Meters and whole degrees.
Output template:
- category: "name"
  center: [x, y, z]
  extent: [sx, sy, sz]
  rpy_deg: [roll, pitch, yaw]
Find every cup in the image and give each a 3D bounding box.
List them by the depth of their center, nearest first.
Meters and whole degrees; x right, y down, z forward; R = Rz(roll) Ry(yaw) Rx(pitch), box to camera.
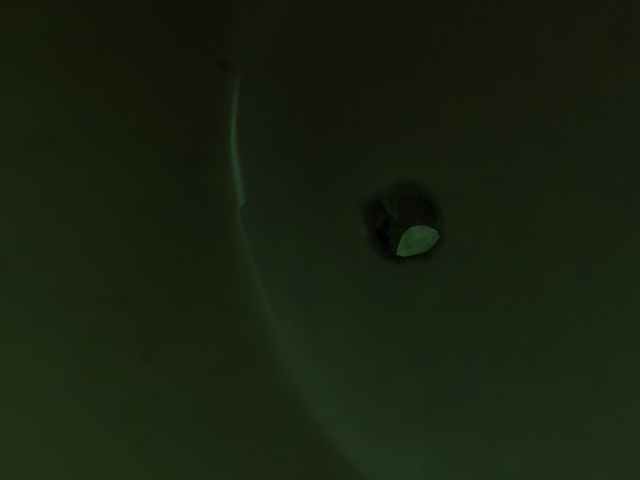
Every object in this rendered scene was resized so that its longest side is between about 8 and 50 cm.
- category: "cup"
  center: [0.000, 0.000, 0.216]
  extent: [0.331, 0.331, 0.237]
  rpy_deg: [40, -154, 18]
